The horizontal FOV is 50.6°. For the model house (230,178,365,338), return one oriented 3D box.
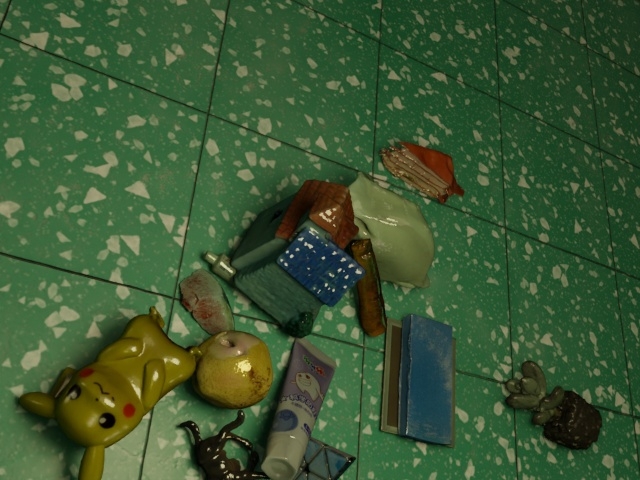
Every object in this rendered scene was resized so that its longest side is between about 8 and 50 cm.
[{"bbox_3d":[0.000,0.000,1.514,0.252,0.329,0.295,39,46,-13],"label":"model house"}]

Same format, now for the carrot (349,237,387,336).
[{"bbox_3d":[0.116,0.115,1.654,0.070,0.070,0.260,-31,121,-37],"label":"carrot"}]

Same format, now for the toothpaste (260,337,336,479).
[{"bbox_3d":[-0.047,0.354,1.473,0.125,0.080,0.371,39,30,-10],"label":"toothpaste"}]

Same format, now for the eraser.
[{"bbox_3d":[0.267,0.350,1.708,0.144,0.042,0.312,19,60,-24],"label":"eraser"}]

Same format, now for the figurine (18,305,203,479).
[{"bbox_3d":[-0.392,0.275,1.282,0.218,0.169,0.327,40,50,9],"label":"figurine"}]

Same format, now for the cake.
[{"bbox_3d":[0.295,-0.218,1.970,0.287,0.098,0.135,27,59,-25],"label":"cake"}]

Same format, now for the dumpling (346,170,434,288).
[{"bbox_3d":[0.158,-0.021,1.725,0.212,0.320,0.270,-25,49,-21],"label":"dumpling"}]

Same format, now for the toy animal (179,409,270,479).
[{"bbox_3d":[-0.191,0.455,1.372,0.148,0.084,0.232,-27,89,-25],"label":"toy animal"}]

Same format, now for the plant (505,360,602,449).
[{"bbox_3d":[0.628,0.456,1.844,0.274,0.149,0.146,37,54,-10],"label":"plant"}]

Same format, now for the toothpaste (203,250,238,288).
[{"bbox_3d":[-0.158,0.105,1.573,0.268,0.047,0.069,36,34,-16],"label":"toothpaste"}]

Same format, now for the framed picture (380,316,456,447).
[{"bbox_3d":[0.253,0.362,1.732,0.231,0.018,0.293,20,60,-23],"label":"framed picture"}]

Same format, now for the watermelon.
[{"bbox_3d":[-0.240,0.148,1.504,0.094,0.081,0.180,-40,87,-12],"label":"watermelon"}]

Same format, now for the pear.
[{"bbox_3d":[-0.188,0.268,1.409,0.178,0.178,0.178,13,63,-27],"label":"pear"}]

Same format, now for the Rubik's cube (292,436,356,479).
[{"bbox_3d":[-0.005,0.455,1.436,0.190,0.178,0.211,49,52,0],"label":"Rubik's cube"}]
